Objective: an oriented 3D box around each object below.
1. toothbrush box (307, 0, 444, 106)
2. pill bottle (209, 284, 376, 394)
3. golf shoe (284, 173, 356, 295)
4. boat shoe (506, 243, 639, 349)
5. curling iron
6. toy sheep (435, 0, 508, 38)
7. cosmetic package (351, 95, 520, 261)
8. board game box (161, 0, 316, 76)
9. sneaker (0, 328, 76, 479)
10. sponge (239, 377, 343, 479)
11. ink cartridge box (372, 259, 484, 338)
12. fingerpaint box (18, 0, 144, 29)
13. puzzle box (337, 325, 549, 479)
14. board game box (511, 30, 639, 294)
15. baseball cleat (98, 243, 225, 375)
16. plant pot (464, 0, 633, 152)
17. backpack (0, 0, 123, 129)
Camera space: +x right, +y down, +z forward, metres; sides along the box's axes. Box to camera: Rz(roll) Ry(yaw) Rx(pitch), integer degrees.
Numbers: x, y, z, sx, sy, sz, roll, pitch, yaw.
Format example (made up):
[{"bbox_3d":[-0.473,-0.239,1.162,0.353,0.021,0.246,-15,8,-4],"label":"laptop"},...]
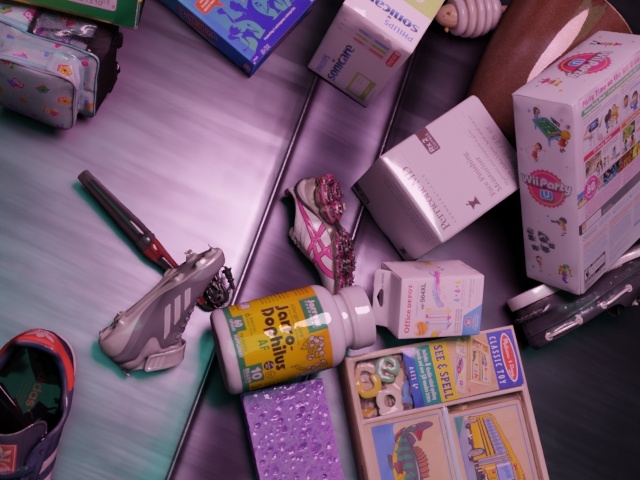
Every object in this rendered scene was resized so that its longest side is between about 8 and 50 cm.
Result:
[{"bbox_3d":[0.119,-0.374,1.209,0.122,0.206,0.283,34,71,-5],"label":"toothbrush box"},{"bbox_3d":[-0.036,0.127,1.090,0.208,0.117,0.118,-13,81,-13],"label":"pill bottle"},{"bbox_3d":[0.000,0.000,1.174,0.086,0.067,0.186,-10,92,25],"label":"golf shoe"},{"bbox_3d":[0.436,0.078,1.242,0.302,0.114,0.091,-21,83,-6],"label":"boat shoe"},{"bbox_3d":[-0.227,-0.002,1.120,0.274,0.035,0.068,40,77,-4],"label":"curling iron"},{"bbox_3d":[0.249,-0.372,1.307,0.132,0.091,0.091,-14,81,-9],"label":"toy sheep"},{"bbox_3d":[0.175,-0.086,1.184,0.183,0.151,0.151,-35,87,-19],"label":"cosmetic package"},{"bbox_3d":[-0.135,-0.377,1.226,0.210,0.047,0.160,39,71,-2],"label":"board game box"},{"bbox_3d":[-0.379,0.272,0.957,0.131,0.148,0.350,10,75,-12],"label":"sneaker"},{"bbox_3d":[-0.033,0.302,1.103,0.117,0.031,0.210,-10,79,-17],"label":"sponge"},{"bbox_3d":[0.148,0.084,1.156,0.143,0.090,0.092,-2,104,-15],"label":"ink cartridge box"},{"bbox_3d":[-0.421,-0.488,1.037,0.444,0.163,0.371,12,45,-11],"label":"fingerpaint box"},{"bbox_3d":[0.193,0.343,1.143,0.272,0.052,0.409,-9,79,-17],"label":"puzzle box"},{"bbox_3d":[0.385,-0.110,1.144,0.224,0.097,0.303,-36,129,-31],"label":"board game box"},{"bbox_3d":[-0.194,0.098,1.080,0.206,0.072,0.109,-37,110,1],"label":"baseball cleat"},{"bbox_3d":[0.329,-0.252,1.253,0.215,0.215,0.230,40,85,-3],"label":"plant pot"},{"bbox_3d":[-0.378,-0.248,1.070,0.188,0.166,0.144,26,63,-5],"label":"backpack"}]
